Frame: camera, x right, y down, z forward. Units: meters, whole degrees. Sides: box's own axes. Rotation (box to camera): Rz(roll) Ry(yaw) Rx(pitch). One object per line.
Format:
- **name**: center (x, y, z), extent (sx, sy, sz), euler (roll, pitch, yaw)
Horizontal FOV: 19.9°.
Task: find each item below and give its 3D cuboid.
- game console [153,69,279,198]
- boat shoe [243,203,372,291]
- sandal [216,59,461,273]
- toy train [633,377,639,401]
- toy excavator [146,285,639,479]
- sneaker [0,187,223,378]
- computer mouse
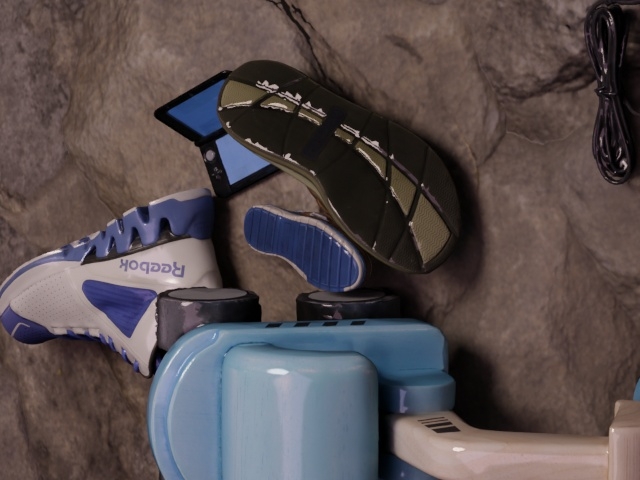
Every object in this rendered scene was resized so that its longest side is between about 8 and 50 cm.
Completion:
- **game console**: center (-0.101, -0.111, 1.935), extent (0.122, 0.071, 0.107), euler (-25, 79, 37)
- **boat shoe**: center (0.000, 0.000, 1.857), extent (0.183, 0.066, 0.066), euler (29, 117, 46)
- **sandal**: center (0.026, -0.079, 1.832), extent (0.303, 0.086, 0.120), euler (40, 83, 24)
- **toy train**: center (0.338, 0.239, 1.623), extent (0.143, 0.105, 0.248), euler (16, 105, 46)
- **toy excavator**: center (0.067, 0.180, 1.680), extent (0.445, 0.433, 0.222), euler (-148, 58, -76)
- **sneaker**: center (-0.220, 0.083, 2.013), extent (0.315, 0.127, 0.182), euler (-27, 76, 35)
- **computer mouse**: center (0.344, -0.148, 1.597), extent (0.262, 0.060, 0.184), euler (-3, 98, 50)
